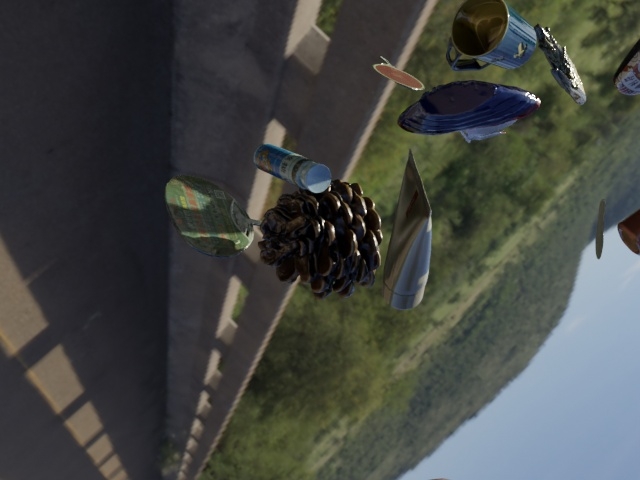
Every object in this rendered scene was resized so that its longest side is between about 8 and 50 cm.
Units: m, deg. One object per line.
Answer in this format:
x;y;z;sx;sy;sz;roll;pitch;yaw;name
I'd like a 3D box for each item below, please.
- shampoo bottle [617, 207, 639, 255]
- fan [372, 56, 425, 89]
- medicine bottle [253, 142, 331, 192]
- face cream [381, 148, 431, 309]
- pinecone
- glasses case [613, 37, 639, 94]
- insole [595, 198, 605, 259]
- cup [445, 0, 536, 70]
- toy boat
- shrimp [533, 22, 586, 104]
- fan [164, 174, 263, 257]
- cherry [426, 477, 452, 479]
0.711;-0.067;1.666;0.244;0.085;0.085;-34;171;2;shampoo bottle
0.111;-0.255;1.263;0.133;0.085;0.005;-112;-140;-56;fan
-0.049;-0.121;1.386;0.051;0.051;0.191;-43;-148;-14;medicine bottle
0.162;0.001;1.504;0.084;0.137;0.341;-7;144;-6;face cream
0.005;-0.012;1.644;0.243;0.243;0.257;-47;132;13;pinecone
0.780;-0.444;1.928;0.103;0.067;0.267;6;137;-25;glasses case
0.702;-0.028;2.104;0.053;0.002;0.153;170;-74;-87;insole
0.350;-0.415;1.746;0.176;0.131;0.155;-37;153;32;cup
0.279;-0.204;1.419;0.219;0.072;0.318;-11;168;39;toy boat
0.559;-0.405;1.956;0.051;0.217;0.150;-30;-161;31;shrimp
-0.212;-0.064;1.771;0.294;0.223;0.012;-25;158;-53;fan
0.242;0.603;1.702;0.285;0.213;0.236;-26;180;10;cherry
